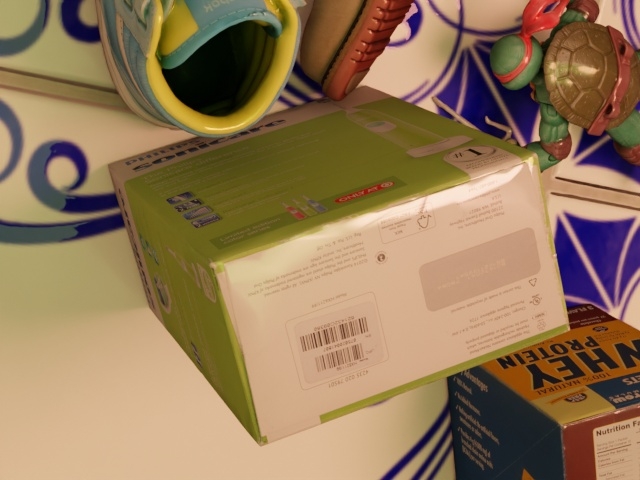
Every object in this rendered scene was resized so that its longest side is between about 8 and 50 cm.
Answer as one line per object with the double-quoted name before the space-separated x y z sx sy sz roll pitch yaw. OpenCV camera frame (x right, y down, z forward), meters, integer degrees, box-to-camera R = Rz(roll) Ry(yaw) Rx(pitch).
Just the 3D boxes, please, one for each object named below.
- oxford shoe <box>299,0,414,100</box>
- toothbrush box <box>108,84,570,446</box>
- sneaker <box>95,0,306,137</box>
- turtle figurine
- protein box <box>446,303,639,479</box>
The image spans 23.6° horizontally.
"oxford shoe" 0.035 -0.272 1.052 0.130 0.123 0.348 20 101 6
"toothbrush box" 0.000 0.000 0.996 0.206 0.283 0.122 -19 111 -15
"sneaker" -0.092 -0.210 0.949 0.127 0.208 0.319 -22 110 -12
"turtle figurine" 0.187 -0.116 1.132 0.234 0.118 0.175 16 98 -29
"protein box" 0.200 0.181 1.162 0.136 0.200 0.201 -11 107 -17
